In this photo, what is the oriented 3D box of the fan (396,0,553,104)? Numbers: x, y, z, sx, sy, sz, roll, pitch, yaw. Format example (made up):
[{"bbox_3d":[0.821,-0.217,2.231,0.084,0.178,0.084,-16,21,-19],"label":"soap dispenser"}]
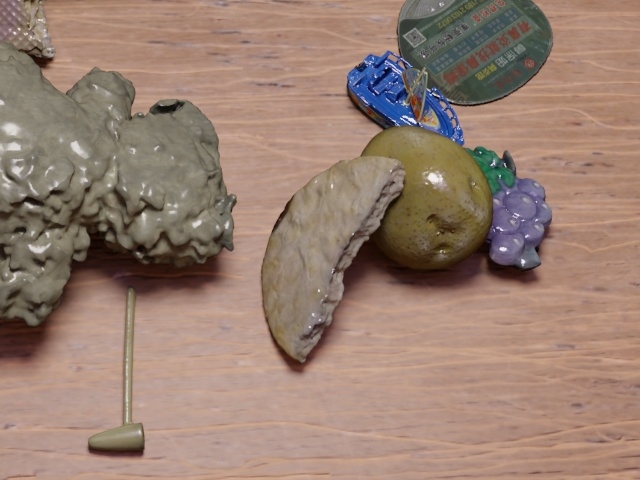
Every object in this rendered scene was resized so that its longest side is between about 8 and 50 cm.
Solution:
[{"bbox_3d":[0.165,-0.285,1.580,0.294,0.012,0.223,21,62,3],"label":"fan"}]

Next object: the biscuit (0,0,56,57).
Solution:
[{"bbox_3d":[-0.447,-0.280,1.436,0.239,0.062,0.108,0,107,-7],"label":"biscuit"}]

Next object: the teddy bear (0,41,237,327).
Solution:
[{"bbox_3d":[-0.277,-0.054,1.312,0.367,0.224,0.357,20,59,-14],"label":"teddy bear"}]

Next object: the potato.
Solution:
[{"bbox_3d":[0.115,-0.063,1.383,0.157,0.157,0.194,-5,40,-11],"label":"potato"}]

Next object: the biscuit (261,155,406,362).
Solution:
[{"bbox_3d":[-0.004,0.002,1.333,0.133,0.032,0.250,32,97,43],"label":"biscuit"}]

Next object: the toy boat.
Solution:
[{"bbox_3d":[0.114,-0.179,1.460,0.175,0.110,0.091,41,65,12],"label":"toy boat"}]

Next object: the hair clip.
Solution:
[{"bbox_3d":[0.220,-0.041,1.445,0.124,0.052,0.195,-11,56,-22],"label":"hair clip"}]

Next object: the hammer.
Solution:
[{"bbox_3d":[-0.223,0.139,1.294,0.060,0.028,0.195,-2,59,-2],"label":"hammer"}]
